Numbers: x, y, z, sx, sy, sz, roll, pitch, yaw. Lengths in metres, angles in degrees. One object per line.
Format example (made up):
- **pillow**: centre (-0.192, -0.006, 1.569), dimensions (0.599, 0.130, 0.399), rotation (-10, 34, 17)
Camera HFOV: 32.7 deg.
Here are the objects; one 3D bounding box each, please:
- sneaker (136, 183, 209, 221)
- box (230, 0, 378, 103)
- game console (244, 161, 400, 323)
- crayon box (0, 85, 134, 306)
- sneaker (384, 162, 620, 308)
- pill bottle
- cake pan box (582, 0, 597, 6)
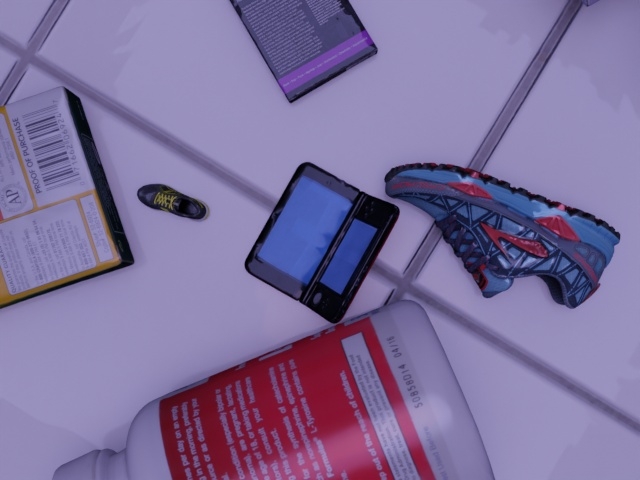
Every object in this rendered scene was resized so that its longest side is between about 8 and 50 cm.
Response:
- **sneaker**: centre (-0.165, -0.045, 1.213), dimensions (0.083, 0.035, 0.031), rotation (16, 88, 2)
- **box**: centre (-0.026, -0.252, 1.220), dimensions (0.116, 0.029, 0.162), rotation (-30, 89, -1)
- **game console**: centre (0.000, 0.000, 1.187), dimensions (0.085, 0.124, 0.144), rotation (29, 90, -25)
- **crayon box**: centre (-0.392, -0.019, 1.194), dimensions (0.323, 0.083, 0.203), rotation (-19, 88, 0)
- **sneaker**: centre (0.184, -0.002, 1.172), dimensions (0.262, 0.104, 0.125), rotation (20, 91, 2)
- **pill bottle**: centre (-0.048, 0.234, 1.106), dimensions (0.408, 0.229, 0.229), rotation (-22, 88, 0)
- **cake pan box**: centre (0.316, -0.411, 1.151), dimensions (0.246, 0.070, 0.267), rotation (-30, 64, 0)
